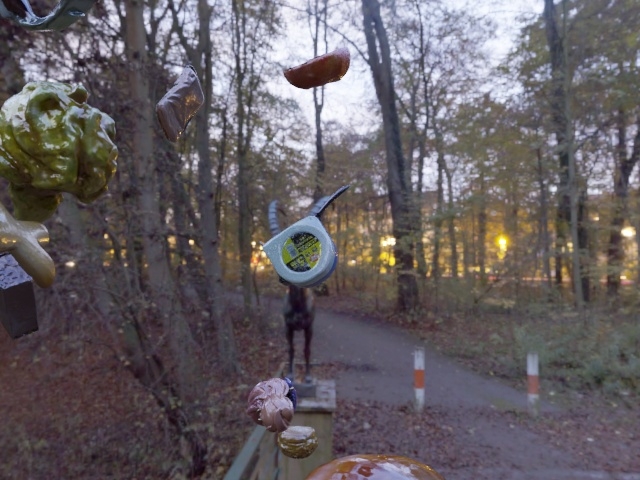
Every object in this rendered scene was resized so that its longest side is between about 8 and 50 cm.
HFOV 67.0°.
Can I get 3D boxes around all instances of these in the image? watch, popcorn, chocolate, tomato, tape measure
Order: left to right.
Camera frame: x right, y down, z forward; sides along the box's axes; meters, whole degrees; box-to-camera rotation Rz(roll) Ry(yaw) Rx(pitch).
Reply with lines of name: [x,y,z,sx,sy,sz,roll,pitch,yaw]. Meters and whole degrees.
chocolate: [-0.901,0.169,1.426,0.111,0.112,0.321,-20,-29,-38]
watch: [-0.619,-0.600,1.067,0.241,0.254,0.162,-11,14,16]
popcorn: [-0.636,-0.208,1.098,0.325,0.322,0.290,12,-22,-40]
tomato: [-0.004,-0.560,1.602,0.236,0.095,0.237,-17,22,7]
tape measure: [0.000,0.000,1.520,0.351,0.215,0.098,-35,-22,5]

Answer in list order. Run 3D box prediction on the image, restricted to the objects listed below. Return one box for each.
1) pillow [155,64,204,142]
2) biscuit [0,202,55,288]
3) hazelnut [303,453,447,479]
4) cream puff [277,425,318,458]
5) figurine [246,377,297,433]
pillow: [-0.382,-0.375,1.330,0.034,0.211,0.135,12,-37,14]
biscuit: [-0.596,-0.010,0.933,0.047,0.164,0.208,-25,-27,-1]
hazelnut: [0.105,0.577,0.921,0.372,0.315,0.372,-34,15,11]
cream puff: [-0.080,0.712,1.698,0.143,0.103,0.126,2,-3,-4]
figurine: [-0.112,0.379,1.109,0.126,0.114,0.157,-43,-5,-2]
